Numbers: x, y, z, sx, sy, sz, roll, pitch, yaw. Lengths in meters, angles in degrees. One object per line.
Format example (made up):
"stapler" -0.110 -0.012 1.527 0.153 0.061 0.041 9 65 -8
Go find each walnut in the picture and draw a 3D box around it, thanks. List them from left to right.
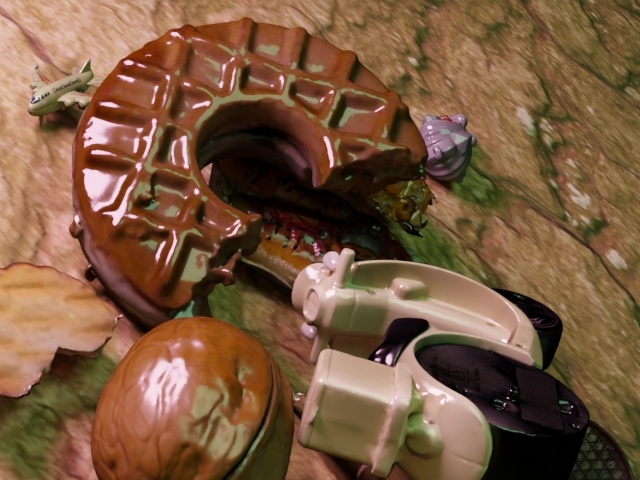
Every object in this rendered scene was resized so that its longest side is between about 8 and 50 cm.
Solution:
"walnut" -0.102 0.156 1.187 0.167 0.167 0.207 28 37 -15

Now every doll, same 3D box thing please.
"doll" 0.158 -0.118 1.825 0.094 0.079 0.180 63 21 -6

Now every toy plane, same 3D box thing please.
"toy plane" -0.259 -0.149 1.488 0.102 0.040 0.111 17 39 23

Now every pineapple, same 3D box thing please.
"pineapple" 0.043 -0.089 1.619 0.225 0.076 0.225 33 7 -4

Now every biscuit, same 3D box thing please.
"biscuit" -0.251 0.077 1.227 0.118 0.061 0.183 43 32 9
"biscuit" -0.089 -0.080 1.417 0.366 0.115 0.268 -32 73 -31

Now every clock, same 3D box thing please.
"clock" 0.105 0.110 1.354 0.276 0.120 0.379 16 16 -4

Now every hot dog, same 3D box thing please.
"hot dog" 0.000 0.000 1.530 0.270 0.082 0.162 28 37 -17

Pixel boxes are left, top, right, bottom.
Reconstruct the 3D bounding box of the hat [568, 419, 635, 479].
"hat" 0.211 0.263 1.431 0.193 0.082 0.193 3 84 -32

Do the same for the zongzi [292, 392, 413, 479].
"zongzi" 0.069 0.180 1.398 0.176 0.078 0.160 39 27 15
